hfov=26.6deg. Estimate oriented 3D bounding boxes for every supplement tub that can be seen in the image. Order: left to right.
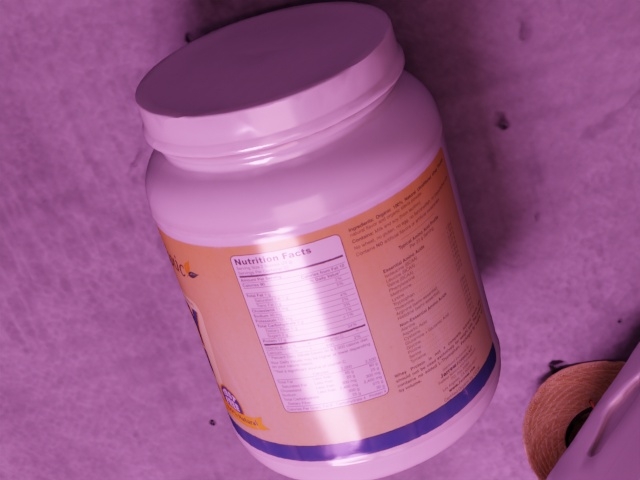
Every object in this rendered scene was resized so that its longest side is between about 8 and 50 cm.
[{"bbox_3d":[0.000,0.000,1.036,0.228,0.228,0.316,-13,117,9],"label":"supplement tub"}]

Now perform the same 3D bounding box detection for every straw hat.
[{"bbox_3d":[0.255,0.180,1.215,0.144,0.144,0.061,-9,158,7],"label":"straw hat"}]

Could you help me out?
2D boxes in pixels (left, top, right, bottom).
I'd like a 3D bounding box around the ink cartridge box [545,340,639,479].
[{"bbox_3d":[0.401,0.252,1.104,0.385,0.160,0.279,34,89,-11],"label":"ink cartridge box"}]
